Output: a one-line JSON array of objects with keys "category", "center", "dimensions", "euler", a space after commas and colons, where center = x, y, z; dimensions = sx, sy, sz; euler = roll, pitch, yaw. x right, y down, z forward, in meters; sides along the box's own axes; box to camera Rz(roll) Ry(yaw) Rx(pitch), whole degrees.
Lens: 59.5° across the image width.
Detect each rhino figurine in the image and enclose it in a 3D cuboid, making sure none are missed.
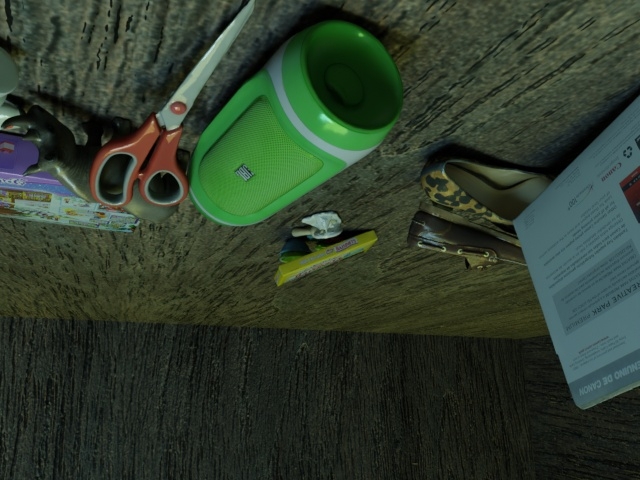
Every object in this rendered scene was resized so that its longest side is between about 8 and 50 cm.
[{"category": "rhino figurine", "center": [-0.260, -0.092, 0.674], "dimensions": [0.073, 0.106, 0.243], "euler": [-11, 161, 31]}]

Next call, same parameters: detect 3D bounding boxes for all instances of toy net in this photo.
[{"category": "toy net", "center": [0.000, 0.000, 1.104], "dimensions": [0.122, 0.045, 0.232], "euler": [5, 163, -17]}]

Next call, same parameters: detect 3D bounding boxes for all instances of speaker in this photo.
[{"category": "speaker", "center": [-0.045, -0.105, 0.598], "dimensions": [0.131, 0.131, 0.296], "euler": [9, 161, -29]}]

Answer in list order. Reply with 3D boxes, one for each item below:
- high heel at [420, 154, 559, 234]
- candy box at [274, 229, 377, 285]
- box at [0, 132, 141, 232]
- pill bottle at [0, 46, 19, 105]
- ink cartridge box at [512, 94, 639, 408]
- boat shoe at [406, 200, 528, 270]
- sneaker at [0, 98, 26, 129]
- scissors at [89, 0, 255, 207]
[{"category": "high heel", "center": [0.273, -0.067, 0.777], "dimensions": [0.261, 0.093, 0.186], "euler": [4, 172, 17]}, {"category": "candy box", "center": [0.009, 0.036, 1.129], "dimensions": [0.206, 0.027, 0.105], "euler": [-21, 167, -15]}, {"category": "box", "center": [-0.398, -0.080, 0.803], "dimensions": [0.293, 0.057, 0.201], "euler": [8, 163, -26]}, {"category": "pill bottle", "center": [-0.351, -0.150, 0.543], "dimensions": [0.120, 0.067, 0.067], "euler": [-9, 161, 30]}, {"category": "ink cartridge box", "center": [0.380, 0.010, 0.608], "dimensions": [0.130, 0.271, 0.309], "euler": [5, 147, -16]}, {"category": "boat shoe", "center": [0.230, 0.008, 0.836], "dimensions": [0.207, 0.073, 0.073], "euler": [19, -176, -2]}, {"category": "sneaker", "center": [-0.412, -0.120, 0.629], "dimensions": [0.161, 0.075, 0.057], "euler": [0, 164, -1]}, {"category": "scissors", "center": [-0.158, -0.123, 0.555], "dimensions": [0.109, 0.021, 0.297], "euler": [8, 143, -25]}]
